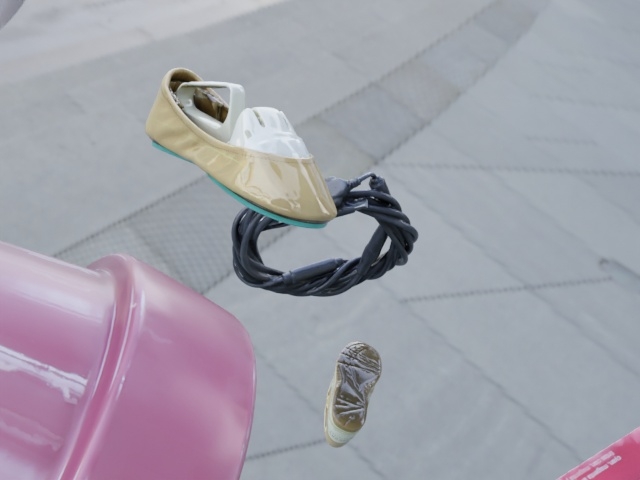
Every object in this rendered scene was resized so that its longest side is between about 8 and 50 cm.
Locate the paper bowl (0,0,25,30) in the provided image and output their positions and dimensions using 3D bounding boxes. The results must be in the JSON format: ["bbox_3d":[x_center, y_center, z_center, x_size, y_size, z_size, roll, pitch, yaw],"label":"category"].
[{"bbox_3d":[-0.215,-0.155,0.501,0.284,0.148,0.284,0,40,0],"label":"paper bowl"}]

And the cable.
[{"bbox_3d":[0.000,0.000,1.282,0.150,0.184,0.047,48,26,-45],"label":"cable"}]

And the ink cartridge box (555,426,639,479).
[{"bbox_3d":[0.227,0.241,0.874,0.127,0.128,0.176,-23,56,-31],"label":"ink cartridge box"}]

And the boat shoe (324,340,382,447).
[{"bbox_3d":[0.028,0.155,1.322,0.050,0.045,0.135,27,35,-1],"label":"boat shoe"}]

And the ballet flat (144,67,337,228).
[{"bbox_3d":[-0.065,-0.078,0.990,0.080,0.073,0.232,1,20,-40],"label":"ballet flat"}]

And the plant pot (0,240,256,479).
[{"bbox_3d":[-0.150,0.072,0.454,0.180,0.201,0.201,30,20,-21],"label":"plant pot"}]
